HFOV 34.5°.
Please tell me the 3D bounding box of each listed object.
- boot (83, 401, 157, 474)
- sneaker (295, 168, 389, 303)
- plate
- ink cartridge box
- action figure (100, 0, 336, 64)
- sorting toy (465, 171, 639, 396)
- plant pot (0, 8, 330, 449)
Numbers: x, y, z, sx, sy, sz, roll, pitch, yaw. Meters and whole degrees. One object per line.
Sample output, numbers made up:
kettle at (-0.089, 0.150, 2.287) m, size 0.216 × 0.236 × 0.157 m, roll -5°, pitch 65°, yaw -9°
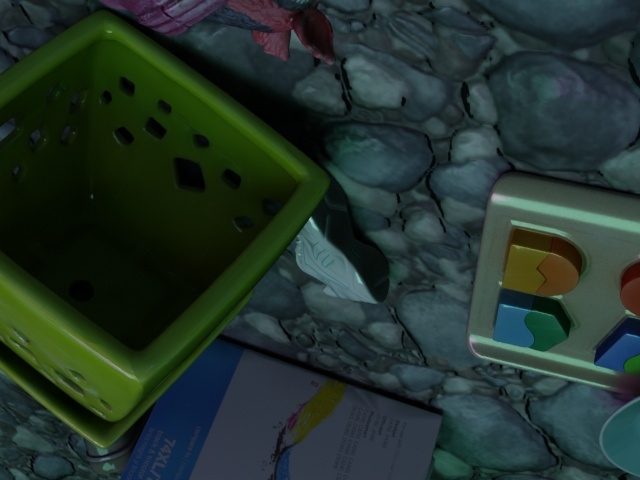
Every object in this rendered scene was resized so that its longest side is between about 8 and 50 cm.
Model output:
boot at (-0.219, 0.098, 1.009) m, size 0.076 × 0.190 × 0.209 m, roll -17°, pitch 109°, yaw -2°
sneaker at (0.000, 0.000, 0.843) m, size 0.061 × 0.054 × 0.152 m, roll -6°, pitch 132°, yaw 32°
plate at (0.328, 0.153, 0.859) m, size 0.188 × 0.024 × 0.188 m, roll 3°, pitch 142°, yaw 2°
ink cartridge box at (-0.043, 0.256, 1.025) m, size 0.270 × 0.197 × 0.198 m, roll 18°, pitch 139°, yaw 5°
action figure at (-0.112, -0.215, 0.498) m, size 0.248 × 0.276 × 0.370 m, roll -25°, pitch 118°, yaw 37°
sorting toy at (0.216, 0.048, 0.808) m, size 0.193 × 0.038 × 0.208 m, roll 13°, pitch 138°, yaw 11°
plant pot at (-0.163, 0.006, 0.771) m, size 0.228 × 0.227 × 0.207 m, roll 38°, pitch 145°, yaw 6°
